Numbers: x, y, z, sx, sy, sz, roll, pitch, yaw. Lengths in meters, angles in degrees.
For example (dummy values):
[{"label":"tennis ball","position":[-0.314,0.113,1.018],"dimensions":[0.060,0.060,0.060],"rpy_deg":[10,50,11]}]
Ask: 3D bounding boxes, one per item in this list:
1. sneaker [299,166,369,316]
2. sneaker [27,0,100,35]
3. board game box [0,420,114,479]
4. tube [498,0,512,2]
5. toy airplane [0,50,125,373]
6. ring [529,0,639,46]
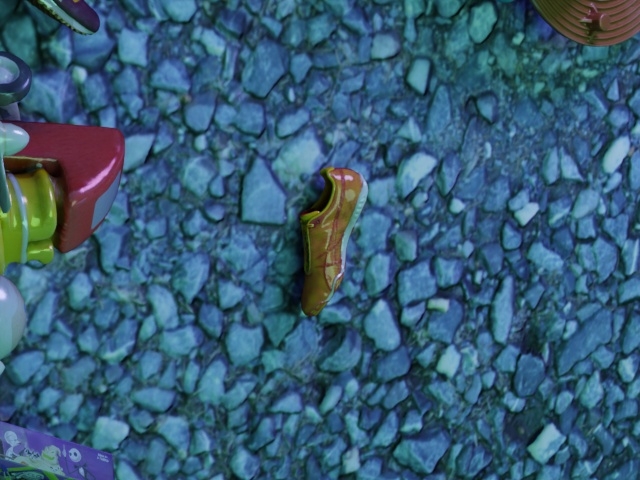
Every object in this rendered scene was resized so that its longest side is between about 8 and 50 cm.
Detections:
[{"label":"sneaker","position":[0.000,0.000,2.044],"dimensions":[0.067,0.064,0.175],"rpy_deg":[14,91,-19]},{"label":"sneaker","position":[-0.267,-0.275,1.735],"dimensions":[0.084,0.069,0.185],"rpy_deg":[-53,129,-5]},{"label":"board game box","position":[-0.397,0.223,1.724],"dimensions":[0.347,0.208,0.056],"rpy_deg":[24,50,-40]},{"label":"tube","position":[0.145,-0.325,2.050],"dimensions":[0.207,0.052,0.080],"rpy_deg":[14,88,-37]},{"label":"toy airplane","position":[-0.373,0.007,1.592],"dimensions":[0.384,0.272,0.386],"rpy_deg":[-43,154,8]},{"label":"ring","position":[0.344,-0.402,2.151],"dimensions":[0.336,0.032,0.336],"rpy_deg":[-7,100,-42]}]
